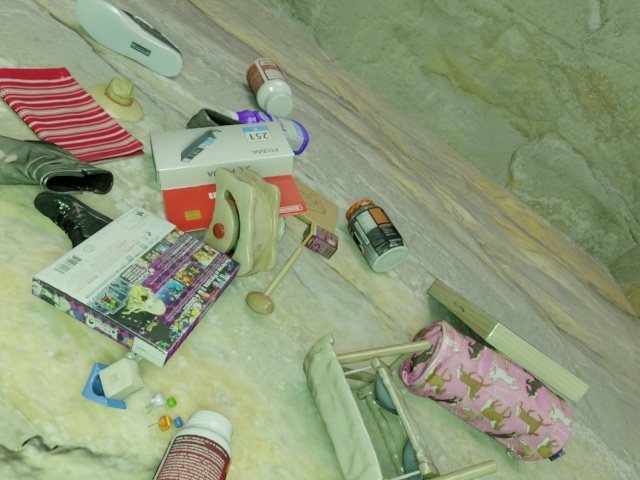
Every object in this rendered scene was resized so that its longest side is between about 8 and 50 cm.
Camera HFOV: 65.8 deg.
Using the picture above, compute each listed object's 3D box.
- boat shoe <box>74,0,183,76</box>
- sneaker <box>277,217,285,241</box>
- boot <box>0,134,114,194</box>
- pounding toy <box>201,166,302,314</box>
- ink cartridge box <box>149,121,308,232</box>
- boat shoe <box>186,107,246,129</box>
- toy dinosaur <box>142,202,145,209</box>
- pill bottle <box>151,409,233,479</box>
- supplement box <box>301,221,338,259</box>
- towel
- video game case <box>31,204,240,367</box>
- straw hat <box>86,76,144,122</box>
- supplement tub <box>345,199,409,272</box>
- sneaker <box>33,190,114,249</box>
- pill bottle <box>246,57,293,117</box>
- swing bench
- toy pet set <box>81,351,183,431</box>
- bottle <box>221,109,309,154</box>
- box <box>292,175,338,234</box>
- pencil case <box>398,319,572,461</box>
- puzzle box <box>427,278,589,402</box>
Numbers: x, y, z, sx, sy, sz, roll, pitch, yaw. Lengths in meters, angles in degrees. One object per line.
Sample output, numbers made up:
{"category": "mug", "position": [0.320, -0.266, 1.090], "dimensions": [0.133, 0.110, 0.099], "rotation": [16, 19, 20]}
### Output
{"category": "boat shoe", "position": [-0.520, -0.574, 1.375], "dimensions": [0.301, 0.108, 0.102], "rotation": [24, 33, -30]}
{"category": "sneaker", "position": [-0.176, -0.105, 1.138], "dimensions": [0.110, 0.107, 0.275], "rotation": [-7, 51, -37]}
{"category": "boot", "position": [-0.465, -0.115, 0.772], "dimensions": [0.161, 0.083, 0.246], "rotation": [22, 19, 28]}
{"category": "pounding toy", "position": [-0.139, -0.002, 0.959], "dimensions": [0.154, 0.269, 0.155], "rotation": [10, 10, 37]}
{"category": "ink cartridge box", "position": [-0.198, -0.148, 1.069], "dimensions": [0.296, 0.066, 0.261], "rotation": [-10, 49, -18]}
{"category": "boat shoe", "position": [-0.187, -0.257, 1.273], "dimensions": [0.335, 0.095, 0.112], "rotation": [3, 46, -47]}
{"category": "toy dinosaur", "position": [-0.287, 0.039, 0.867], "dimensions": [0.211, 0.064, 0.112], "rotation": [50, 16, -2]}
{"category": "pill bottle", "position": [-0.161, 0.294, 0.619], "dimensions": [0.086, 0.086, 0.152], "rotation": [33, 31, -11]}
{"category": "supplement box", "position": [0.000, 0.000, 1.244], "dimensions": [0.083, 0.043, 0.055], "rotation": [30, 31, -15]}
{"category": "towel", "position": [-0.522, -0.262, 1.024], "dimensions": [0.275, 0.031, 0.199], "rotation": [44, 31, 7]}
{"category": "video game case", "position": [-0.264, 0.055, 0.754], "dimensions": [0.210, 0.042, 0.232], "rotation": [29, 34, 1]}
{"category": "straw hat", "position": [-0.472, -0.349, 1.167], "dimensions": [0.144, 0.061, 0.144], "rotation": [29, 31, -19]}
{"category": "supplement tub", "position": [0.150, -0.016, 1.363], "dimensions": [0.117, 0.117, 0.190], "rotation": [9, 42, -43]}
{"category": "sneaker", "position": [-0.391, -0.015, 0.814], "dimensions": [0.170, 0.051, 0.089], "rotation": [28, 27, -25]}
{"category": "pill bottle", "position": [-0.168, -0.509, 1.670], "dimensions": [0.121, 0.121, 0.216], "rotation": [12, 40, -39]}
{"category": "swing bench", "position": [0.104, 0.309, 0.831], "dimensions": [0.255, 0.165, 0.253], "rotation": [10, 42, -34]}
{"category": "toy pet set", "position": [-0.259, 0.210, 0.675], "dimensions": [0.122, 0.065, 0.114], "rotation": [60, 0, 27]}
{"category": "bottle", "position": [-0.163, -0.320, 1.444], "dimensions": [0.283, 0.092, 0.118], "rotation": [2, 42, -47]}
{"category": "box", "position": [-0.042, -0.104, 1.362], "dimensions": [0.201, 0.021, 0.164], "rotation": [33, 30, -11]}
{"category": "pencil case", "position": [0.355, 0.330, 1.078], "dimensions": [0.386, 0.160, 0.167], "rotation": [34, 46, -10]}
{"category": "puzzle box", "position": [0.450, 0.234, 1.260], "dimensions": [0.272, 0.052, 0.409], "rotation": [34, 4, -9]}
